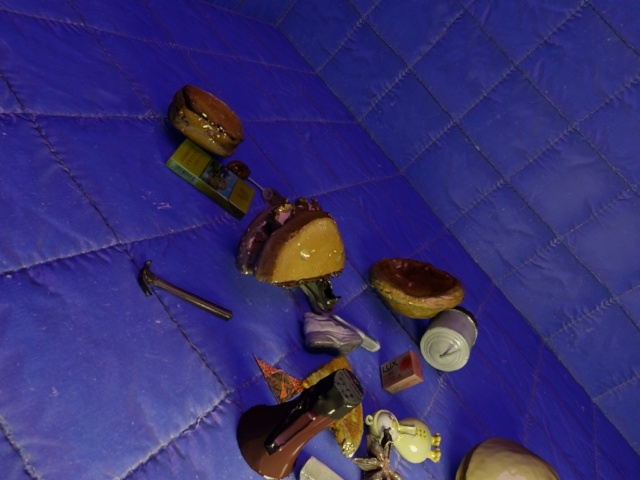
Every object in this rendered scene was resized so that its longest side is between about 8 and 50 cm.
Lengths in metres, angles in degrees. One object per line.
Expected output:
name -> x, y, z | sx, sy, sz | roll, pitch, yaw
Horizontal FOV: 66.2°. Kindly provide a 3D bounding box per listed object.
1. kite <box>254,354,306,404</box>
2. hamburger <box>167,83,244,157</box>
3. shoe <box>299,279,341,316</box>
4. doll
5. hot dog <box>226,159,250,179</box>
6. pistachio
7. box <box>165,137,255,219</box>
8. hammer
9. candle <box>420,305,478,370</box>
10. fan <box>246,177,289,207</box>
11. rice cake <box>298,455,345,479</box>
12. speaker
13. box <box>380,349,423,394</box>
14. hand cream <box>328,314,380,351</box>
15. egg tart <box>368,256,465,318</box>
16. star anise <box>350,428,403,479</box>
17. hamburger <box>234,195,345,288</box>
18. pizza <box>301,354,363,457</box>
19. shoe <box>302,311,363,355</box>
kite -> -0.114, 0.432, 1.445 | 0.222, 0.008, 0.125 | 34, 31, -23
hamburger -> -0.445, -0.462, 1.922 | 0.304, 0.174, 0.284 | 30, 18, -26
shoe -> -0.003, 0.170, 1.818 | 0.099, 0.112, 0.227 | 1, 54, -52
doll -> 0.266, 0.630, 1.595 | 0.296, 0.117, 0.141 | 32, 49, -24
hot dog -> -0.334, -0.290, 1.996 | 0.090, 0.060, 0.140 | 53, 24, 11
pistachio -> 0.642, 0.867, 1.674 | 0.445, 0.281, 0.365 | 2, 59, -35
box -> -0.404, -0.232, 1.852 | 0.335, 0.047, 0.187 | 38, 29, -18
hammer -> -0.381, 0.158, 1.411 | 0.297, 0.027, 0.125 | 32, 31, -27
candle -> 0.553, 0.431, 2.136 | 0.221, 0.221, 0.342 | 50, 32, 5
fan -> -0.227, -0.200, 2.090 | 0.226, 0.008, 0.152 | 40, 30, -15
rice cake -> 0.077, 0.697, 1.317 | 0.365, 0.056, 0.073 | 39, 35, -14
speaker -> -0.076, 0.431, 1.191 | 0.259, 0.329, 0.198 | 11, 44, -38
box -> 0.294, 0.479, 1.786 | 0.060, 0.156, 0.111 | 39, 30, -28
hand cream -> 0.118, 0.339, 1.813 | 0.255, 0.079, 0.048 | 34, 44, -27
egg tart -> 0.416, 0.219, 2.182 | 0.443, 0.178, 0.443 | 8, 20, -3
star anise -> 0.174, 0.673, 1.445 | 0.171, 0.063, 0.208 | -2, 71, -39
hamburger -> -0.092, -0.015, 1.691 | 0.268, 0.287, 0.445 | 21, 14, 33
pizza -> 0.070, 0.503, 1.528 | 0.268, 0.087, 0.258 | 59, 23, 14
shoe -> 0.040, 0.319, 1.706 | 0.245, 0.095, 0.138 | 12, 46, -37
